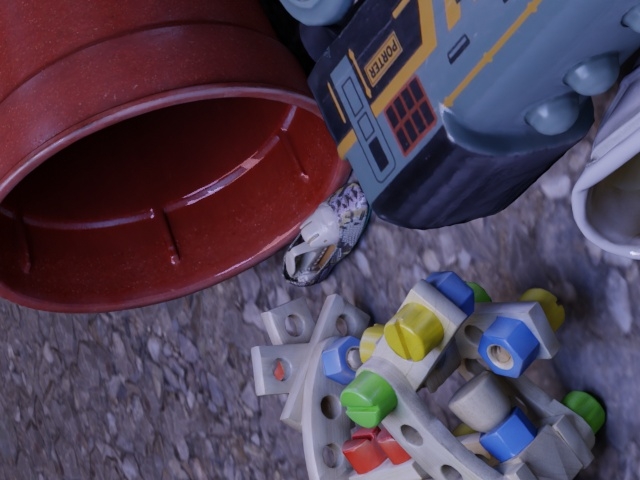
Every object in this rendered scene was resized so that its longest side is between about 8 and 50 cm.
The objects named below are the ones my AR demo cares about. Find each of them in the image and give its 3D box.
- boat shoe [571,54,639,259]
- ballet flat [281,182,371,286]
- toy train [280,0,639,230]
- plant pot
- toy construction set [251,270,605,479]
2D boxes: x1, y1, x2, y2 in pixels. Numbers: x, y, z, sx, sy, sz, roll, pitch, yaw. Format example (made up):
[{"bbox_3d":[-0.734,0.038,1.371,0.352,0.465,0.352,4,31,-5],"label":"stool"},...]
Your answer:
[{"bbox_3d":[0.225,-0.048,0.803,0.136,0.156,0.367,45,155,-17],"label":"boat shoe"},{"bbox_3d":[0.000,0.000,1.332,0.041,0.041,0.114,62,146,21],"label":"ballet flat"},{"bbox_3d":[0.094,-0.148,0.905,0.334,0.142,0.190,-47,62,51],"label":"toy train"},{"bbox_3d":[-0.146,-0.131,1.325,0.272,0.272,0.265,-57,46,50],"label":"plant pot"},{"bbox_3d":[0.052,0.121,1.193,0.215,0.151,0.327,54,159,-12],"label":"toy construction set"}]
